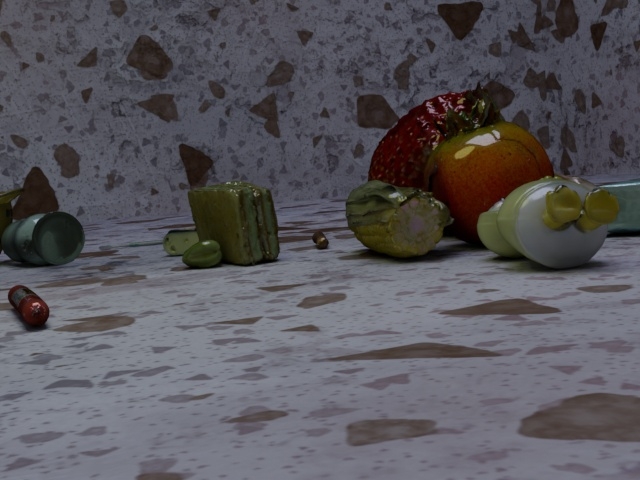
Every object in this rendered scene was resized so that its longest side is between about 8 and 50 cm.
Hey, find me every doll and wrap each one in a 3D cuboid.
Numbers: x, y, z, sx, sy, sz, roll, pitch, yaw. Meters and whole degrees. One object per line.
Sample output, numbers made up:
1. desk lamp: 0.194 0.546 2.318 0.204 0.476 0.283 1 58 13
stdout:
1. doll: 0.287 -0.028 1.326 0.141 0.117 0.296 -3 5 -12

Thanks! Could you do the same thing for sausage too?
1. sausage: 0.000 0.000 1.831 0.026 0.026 0.116 -5 6 -3
2. sausage: -0.356 0.077 1.205 0.034 0.034 0.253 -7 5 -23

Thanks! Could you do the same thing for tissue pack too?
1. tissue pack: 0.572 -0.062 1.650 0.177 0.089 0.263 0 4 31

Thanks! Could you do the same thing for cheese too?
1. cheese: -0.214 -0.009 1.987 0.127 0.054 0.251 -4 4 18

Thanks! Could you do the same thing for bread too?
1. bread: -0.139 -0.031 1.681 0.102 0.138 0.196 -19 11 -26

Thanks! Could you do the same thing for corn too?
1. corn: 0.117 -0.040 1.580 0.122 0.123 0.305 -31 10 -9

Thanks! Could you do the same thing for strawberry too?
1. strawberry: 0.227 -0.115 1.876 0.343 0.292 0.292 -33 -14 37

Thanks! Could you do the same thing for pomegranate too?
1. pomegranate: 0.267 -0.106 1.601 0.210 0.235 0.210 -17 14 4

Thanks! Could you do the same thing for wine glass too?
1. wine glass: -0.548 -0.001 1.934 0.103 0.103 0.231 -8 2 -34

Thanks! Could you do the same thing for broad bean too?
1. broad bean: -0.196 0.023 1.639 0.063 0.045 0.083 -22 5 -31

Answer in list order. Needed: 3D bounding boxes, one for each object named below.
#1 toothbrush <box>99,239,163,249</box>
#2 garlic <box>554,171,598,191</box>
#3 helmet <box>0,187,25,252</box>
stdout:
1. toothbrush: -0.408 0.009 2.205 0.167 0.011 0.014 -6 -1 -11
2. garlic: 0.498 -0.087 1.995 0.174 0.099 0.124 -7 20 -33
3. helmet: -0.723 -0.016 2.033 0.257 0.140 0.205 -12 7 -13
